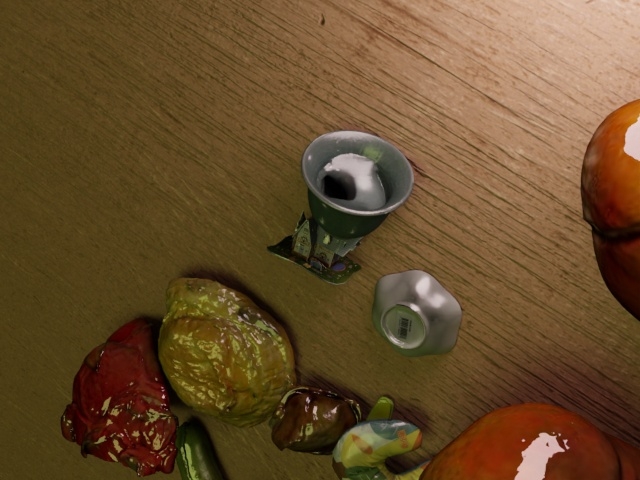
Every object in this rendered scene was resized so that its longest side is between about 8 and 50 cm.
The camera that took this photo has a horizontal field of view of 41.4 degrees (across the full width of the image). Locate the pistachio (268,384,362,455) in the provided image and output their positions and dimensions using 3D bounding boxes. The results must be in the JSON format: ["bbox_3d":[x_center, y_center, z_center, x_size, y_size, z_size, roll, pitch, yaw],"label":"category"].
[{"bbox_3d":[-0.011,0.379,1.763,0.210,0.130,0.165,-15,108,17],"label":"pistachio"}]

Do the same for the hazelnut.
[{"bbox_3d":[0.518,-0.032,1.160,0.372,0.316,0.372,43,144,44],"label":"hazelnut"}]

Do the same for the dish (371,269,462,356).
[{"bbox_3d":[0.167,0.151,1.591,0.191,0.066,0.190,13,117,27],"label":"dish"}]

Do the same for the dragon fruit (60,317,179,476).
[{"bbox_3d":[-0.453,0.365,1.877,0.329,0.228,0.285,-130,39,-56],"label":"dragon fruit"}]

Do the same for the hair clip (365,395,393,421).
[{"bbox_3d":[0.113,0.399,1.755,0.060,0.033,0.188,27,123,18],"label":"hair clip"}]

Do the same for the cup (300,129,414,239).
[{"bbox_3d":[0.051,-0.077,1.508,0.199,0.199,0.150,34,143,14],"label":"cup"}]

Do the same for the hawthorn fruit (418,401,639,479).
[{"bbox_3d":[0.362,0.490,1.419,0.472,0.472,0.471,13,117,26],"label":"hawthorn fruit"}]

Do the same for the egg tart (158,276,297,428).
[{"bbox_3d":[-0.215,0.259,1.820,0.340,0.153,0.351,18,120,20],"label":"egg tart"}]

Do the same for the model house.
[{"bbox_3d":[0.000,0.000,1.597,0.167,0.117,0.088,28,119,22],"label":"model house"}]

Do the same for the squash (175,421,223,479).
[{"bbox_3d":[-0.276,0.595,2.041,0.095,0.094,0.340,-13,104,34],"label":"squash"}]

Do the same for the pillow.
[{"bbox_3d":[0.138,0.452,1.709,0.214,0.086,0.233,-30,109,20],"label":"pillow"}]
